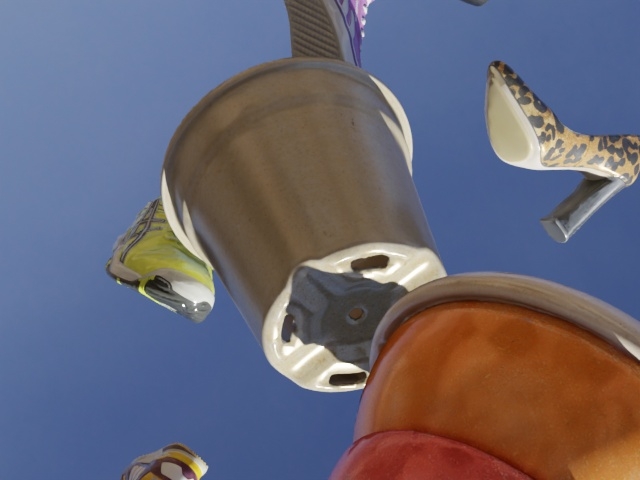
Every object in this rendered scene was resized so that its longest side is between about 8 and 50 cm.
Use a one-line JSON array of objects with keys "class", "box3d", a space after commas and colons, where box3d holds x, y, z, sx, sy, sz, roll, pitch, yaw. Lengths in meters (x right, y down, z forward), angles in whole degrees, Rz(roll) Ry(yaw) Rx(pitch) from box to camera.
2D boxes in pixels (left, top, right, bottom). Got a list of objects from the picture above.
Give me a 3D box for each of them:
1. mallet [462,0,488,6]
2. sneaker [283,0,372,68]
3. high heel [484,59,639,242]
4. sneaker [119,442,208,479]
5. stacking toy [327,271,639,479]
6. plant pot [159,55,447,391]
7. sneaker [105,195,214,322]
[{"class": "mallet", "box3d": [0.115, -0.278, 1.282, 0.039, 0.062, 0.190, -63, -155, 13]}, {"class": "sneaker", "box3d": [0.039, -0.295, 1.701, 0.161, 0.282, 0.102, -9, 176, -42]}, {"class": "high heel", "box3d": [0.304, -0.151, 1.572, 0.186, 0.261, 0.093, -42, -150, -20]}, {"class": "sneaker", "box3d": [-0.205, 0.298, 1.492, 0.084, 0.069, 0.185, -52, -174, -39]}, {"class": "stacking toy", "box3d": [0.078, 0.282, 0.917, 0.350, 0.351, 0.480, -3, -147, 46]}, {"class": "plant pot", "box3d": [0.000, 0.000, 1.517, 0.333, 0.334, 0.305, -34, -140, 8]}, {"class": "sneaker", "box3d": [-0.215, 0.004, 1.813, 0.147, 0.145, 0.384, -57, -160, 4]}]
